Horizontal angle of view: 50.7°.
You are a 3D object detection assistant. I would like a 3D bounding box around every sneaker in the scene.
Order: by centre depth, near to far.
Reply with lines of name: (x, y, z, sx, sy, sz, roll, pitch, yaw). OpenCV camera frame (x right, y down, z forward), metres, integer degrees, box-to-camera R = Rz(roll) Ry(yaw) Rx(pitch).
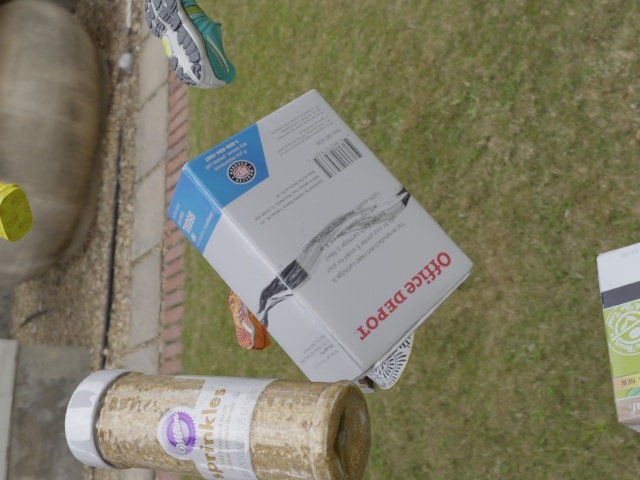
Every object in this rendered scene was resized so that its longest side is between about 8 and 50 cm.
sneaker: (-0.246, -0.398, 1.264, 0.107, 0.110, 0.275, -35, 73, 41)
sneaker: (-0.140, 0.143, 1.355, 0.064, 0.067, 0.175, -34, 53, 33)

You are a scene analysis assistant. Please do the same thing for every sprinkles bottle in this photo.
sprinkles bottle: (-0.124, 0.214, 0.779, 0.356, 0.121, 0.121, -4, 77, 27)

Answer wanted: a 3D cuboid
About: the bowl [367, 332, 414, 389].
bowl: (0.112, 0.199, 1.328, 0.170, 0.080, 0.170, -161, 90, -78)

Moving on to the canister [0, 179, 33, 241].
canister: (-0.681, -0.084, 1.369, 0.073, 0.170, 0.126, -54, -18, -39)

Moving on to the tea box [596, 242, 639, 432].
tea box: (0.680, 0.151, 1.123, 0.329, 0.220, 0.323, -27, 47, 41)

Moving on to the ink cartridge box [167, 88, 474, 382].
ink cartridge box: (0.000, 0.000, 1.071, 0.395, 0.285, 0.166, 49, 147, 6)

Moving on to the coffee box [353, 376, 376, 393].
coffee box: (0.040, 0.260, 1.759, 0.119, 0.297, 0.168, -13, 48, 27)
